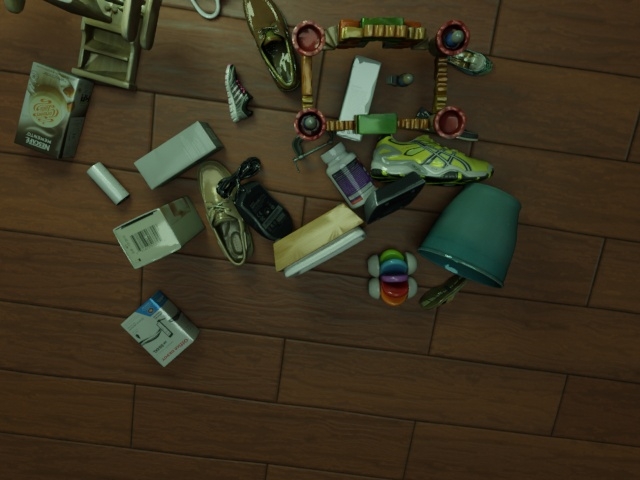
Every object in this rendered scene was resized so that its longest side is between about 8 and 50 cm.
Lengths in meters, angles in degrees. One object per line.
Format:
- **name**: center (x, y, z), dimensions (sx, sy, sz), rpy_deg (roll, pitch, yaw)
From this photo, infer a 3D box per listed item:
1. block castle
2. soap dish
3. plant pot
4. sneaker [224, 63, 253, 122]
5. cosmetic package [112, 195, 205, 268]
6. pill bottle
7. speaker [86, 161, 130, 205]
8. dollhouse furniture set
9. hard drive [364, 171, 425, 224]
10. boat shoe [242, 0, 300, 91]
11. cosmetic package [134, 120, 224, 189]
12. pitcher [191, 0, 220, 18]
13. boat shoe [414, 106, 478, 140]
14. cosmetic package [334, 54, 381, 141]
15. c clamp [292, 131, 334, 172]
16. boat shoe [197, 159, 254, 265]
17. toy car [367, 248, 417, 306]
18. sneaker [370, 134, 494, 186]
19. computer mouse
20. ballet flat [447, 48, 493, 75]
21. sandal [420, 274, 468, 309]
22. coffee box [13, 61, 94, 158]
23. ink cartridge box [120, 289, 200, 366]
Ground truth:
- **block castle**: center (0.155, -0.421, 1.291), dimensions (0.454, 0.213, 0.302), rpy_deg (-1, 103, -2)
- **soap dish**: center (0.000, 0.000, 1.503), dimensions (0.291, 0.229, 0.118), rpy_deg (-30, 84, 6)
- **plant pot**: center (0.471, -0.027, 1.486), dimensions (0.272, 0.271, 0.255), rpy_deg (26, 86, -6)
- **sneaker**: center (-0.243, -0.447, 1.478), dimensions (0.075, 0.063, 0.170), rpy_deg (-6, 107, 1)
- **cosmetic package**: center (-0.465, -0.034, 1.448), dimensions (0.153, 0.296, 0.129), rpy_deg (-25, 100, 4)
- **pill bottle**: center (0.086, -0.204, 1.509), dimensions (0.108, 0.108, 0.193), rpy_deg (-35, 101, 7)
- **speaker**: center (-0.667, -0.179, 1.537), dimensions (0.055, 0.055, 0.136), rpy_deg (-39, 100, 8)
- **dollhouse furniture set**: center (-0.616, -0.559, 1.279), dimensions (0.362, 0.394, 0.256), rpy_deg (14, 102, -3)
- **hard drive**: center (0.209, -0.123, 1.453), dimensions (0.172, 0.254, 0.054), rpy_deg (-26, 81, -5)
- **boat shoe**: center (-0.136, -0.588, 1.423), dimensions (0.111, 0.104, 0.307), rpy_deg (-26, 101, 5)
- **cosmetic package**: center (-0.427, -0.259, 1.485), dimensions (0.238, 0.127, 0.107), rpy_deg (-33, 100, 8)
- **pitcher**: center (-0.365, -0.751, 1.388), dimensions (0.207, 0.125, 0.177), rpy_deg (20, 117, -16)
- **boat shoe**: center (0.390, -0.354, 1.495), dimensions (0.206, 0.075, 0.064), rpy_deg (16, 105, 1)
- **cosmetic package**: center (0.109, -0.419, 1.458), dimensions (0.086, 0.117, 0.231), rpy_deg (15, 103, -4)
- **c clamp**: center (-0.022, -0.289, 1.496), dimensions (0.161, 0.137, 0.022), rpy_deg (-31, 145, 4)
- **boat shoe**: center (-0.295, -0.086, 1.531), dimensions (0.122, 0.110, 0.341), rpy_deg (-20, 102, 4)
- **toy car**: center (0.234, 0.123, 1.567), dimensions (0.159, 0.136, 0.181), rpy_deg (-3, 103, 1)
- **sneaker**: center (0.348, -0.247, 1.488), dimensions (0.385, 0.145, 0.147), rpy_deg (4, 84, -9)
- **computer mouse**: center (-0.196, -0.110, 1.532), dimensions (0.272, 0.072, 0.188), rpy_deg (52, 56, -17)
- **ballet flat**: center (0.431, -0.541, 1.459), dimensions (0.189, 0.070, 0.070), rpy_deg (15, 102, -4)
- **sandal**: center (0.417, 0.178, 1.623), dimensions (0.180, 0.072, 0.049), rpy_deg (-35, 122, 3)
- **coffee box**: center (-0.798, -0.386, 1.468), dimensions (0.141, 0.098, 0.246), rpy_deg (20, 102, -4)
- **ink cartridge box**: center (-0.529, 0.293, 1.627), dimensions (0.148, 0.086, 0.203), rpy_deg (-41, 99, 8)
